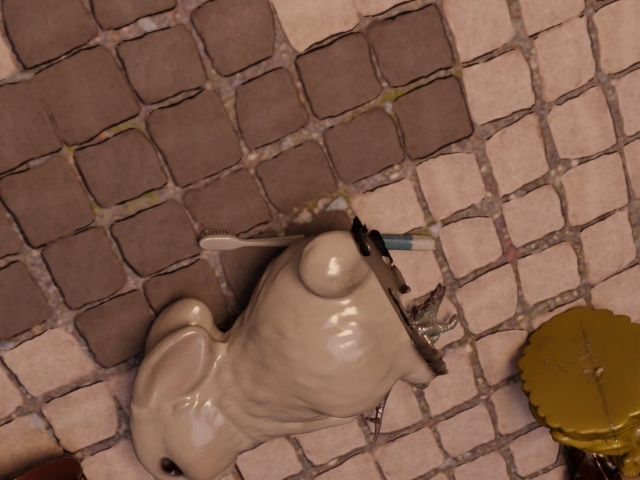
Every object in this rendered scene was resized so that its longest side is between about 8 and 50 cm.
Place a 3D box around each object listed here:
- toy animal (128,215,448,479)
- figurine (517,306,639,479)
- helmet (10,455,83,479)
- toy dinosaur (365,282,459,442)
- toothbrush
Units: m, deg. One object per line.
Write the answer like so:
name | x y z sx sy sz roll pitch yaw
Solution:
toy animal | -0.062 0.129 0.833 0.357 0.194 0.258 -29 127 9
figurine | 0.377 0.261 1.005 0.168 0.187 0.315 -33 122 -5
helmet | -0.311 0.330 0.851 0.175 0.106 0.155 -41 154 -16
toy dinosaur | 0.098 0.145 0.948 0.082 0.039 0.209 22 93 -17
toothbrush | 0.000 0.000 0.885 0.275 0.025 0.019 0 115 -16
